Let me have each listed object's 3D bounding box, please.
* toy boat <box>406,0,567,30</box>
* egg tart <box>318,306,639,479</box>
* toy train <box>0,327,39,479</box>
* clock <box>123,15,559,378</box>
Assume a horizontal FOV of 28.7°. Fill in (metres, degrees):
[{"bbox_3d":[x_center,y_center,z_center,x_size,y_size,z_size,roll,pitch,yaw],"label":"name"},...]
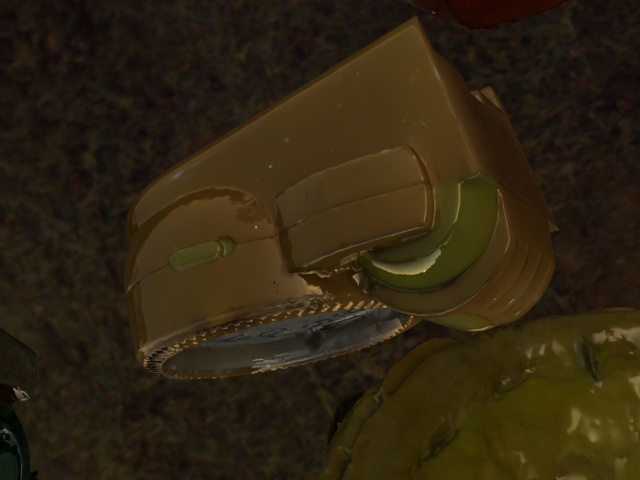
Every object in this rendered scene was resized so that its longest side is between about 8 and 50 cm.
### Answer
[{"bbox_3d":[0.145,-0.273,1.059,0.133,0.332,0.145,40,131,25],"label":"toy boat"},{"bbox_3d":[0.150,0.164,0.547,0.345,0.345,0.132,29,125,34],"label":"egg tart"},{"bbox_3d":[-0.222,0.161,0.546,0.129,0.159,0.326,-3,66,21],"label":"toy train"},{"bbox_3d":[0.000,0.000,0.943,0.317,0.244,0.200,-21,70,21],"label":"clock"}]
